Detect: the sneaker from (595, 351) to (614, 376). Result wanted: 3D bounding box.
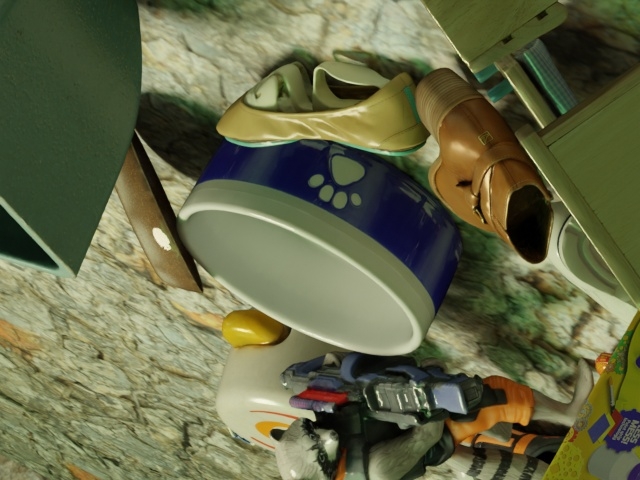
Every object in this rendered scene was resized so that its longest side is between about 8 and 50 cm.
[{"bbox_3d":[0.314,0.169,1.861,0.064,0.067,0.175,13,154,38],"label":"sneaker"}]

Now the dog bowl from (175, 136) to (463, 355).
[{"bbox_3d":[0.000,0.000,1.800,0.264,0.104,0.265,25,159,10],"label":"dog bowl"}]

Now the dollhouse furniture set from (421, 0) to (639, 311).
[{"bbox_3d":[0.215,-0.129,1.289,0.286,0.198,0.303,54,-174,-8],"label":"dollhouse furniture set"}]

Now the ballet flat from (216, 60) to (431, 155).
[{"bbox_3d":[-0.002,-0.121,1.592,0.232,0.080,0.073,6,123,40],"label":"ballet flat"}]

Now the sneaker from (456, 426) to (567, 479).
[{"bbox_3d":[0.306,0.331,2.172,0.321,0.125,0.180,41,157,-32],"label":"sneaker"}]

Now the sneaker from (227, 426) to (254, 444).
[{"bbox_3d":[-0.095,0.235,2.504,0.080,0.081,0.211,21,160,13],"label":"sneaker"}]

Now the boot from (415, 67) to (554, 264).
[{"bbox_3d":[0.144,-0.032,1.491,0.152,0.073,0.197,56,-179,41],"label":"boot"}]

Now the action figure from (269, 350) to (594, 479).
[{"bbox_3d":[0.112,0.196,1.872,0.330,0.179,0.341,-8,-176,-22],"label":"action figure"}]

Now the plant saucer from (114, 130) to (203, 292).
[{"bbox_3d":[-0.172,-0.032,1.860,0.198,0.036,0.199,156,90,-89],"label":"plant saucer"}]

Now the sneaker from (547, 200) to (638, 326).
[{"bbox_3d":[0.280,0.039,1.598,0.235,0.090,0.095,39,171,-20],"label":"sneaker"}]

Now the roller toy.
[{"bbox_3d":[-0.016,0.156,2.127,0.209,0.146,0.191,15,156,4],"label":"roller toy"}]

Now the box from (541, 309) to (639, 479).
[{"bbox_3d":[0.358,0.172,1.476,0.177,0.290,0.279,15,155,43],"label":"box"}]

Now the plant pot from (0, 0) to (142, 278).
[{"bbox_3d":[-0.292,-0.154,1.588,0.247,0.252,0.247,14,155,33],"label":"plant pot"}]
